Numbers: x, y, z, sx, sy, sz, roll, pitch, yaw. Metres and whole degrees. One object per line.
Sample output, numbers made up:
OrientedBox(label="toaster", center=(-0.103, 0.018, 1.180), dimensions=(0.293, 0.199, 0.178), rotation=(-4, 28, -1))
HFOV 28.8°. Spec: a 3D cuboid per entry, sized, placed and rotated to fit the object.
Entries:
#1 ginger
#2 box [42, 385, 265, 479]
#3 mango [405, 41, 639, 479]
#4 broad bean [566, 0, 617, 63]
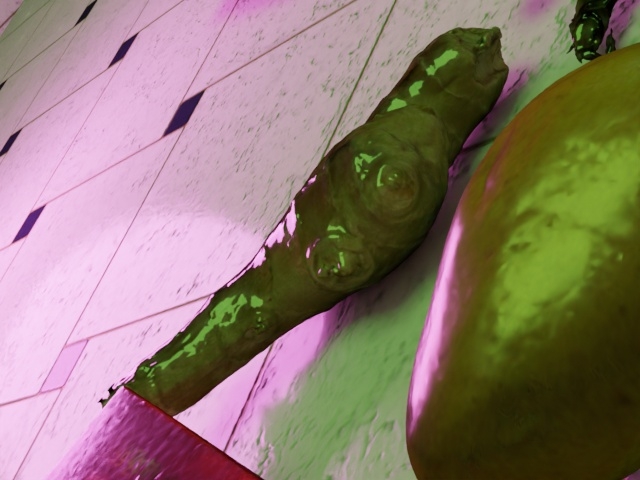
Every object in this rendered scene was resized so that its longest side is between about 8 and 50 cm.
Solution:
OrientedBox(label="ginger", center=(0.000, 0.000, 0.762), dimensions=(0.333, 0.081, 0.148), rotation=(-46, 19, 10))
OrientedBox(label="box", center=(-0.136, 0.234, 0.601), dimensions=(0.313, 0.089, 0.197), rotation=(-51, 30, -13))
OrientedBox(label="mango", center=(0.113, 0.014, 0.510), dimensions=(0.227, 0.109, 0.147), rotation=(-51, 47, -1))
OrientedBox(label="broad bean", center=(0.246, -0.217, 0.680), dimensions=(0.292, 0.049, 0.144), rotation=(-39, 28, 32))
